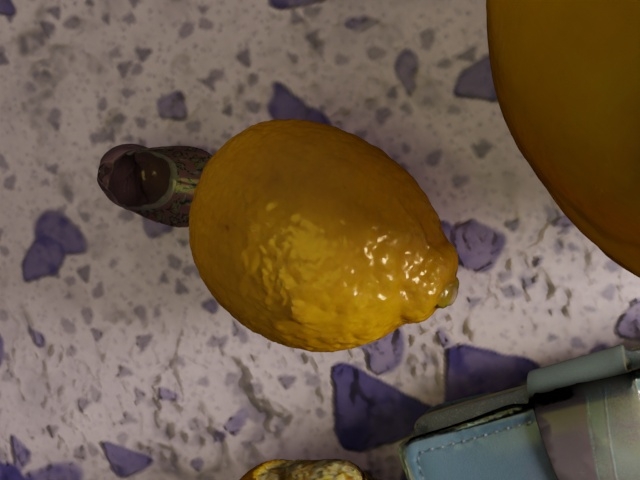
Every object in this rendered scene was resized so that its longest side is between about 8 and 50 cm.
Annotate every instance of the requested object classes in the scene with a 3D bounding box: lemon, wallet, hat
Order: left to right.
[{"bbox_3d":[-0.114,-0.043,0.865,0.087,0.042,0.058,1,107,-16],"label":"hat"},{"bbox_3d":[0.000,0.000,0.776,0.187,0.142,0.142,25,107,18],"label":"lemon"},{"bbox_3d":[0.190,0.157,0.776,0.250,0.075,0.176,-19,97,20],"label":"wallet"}]

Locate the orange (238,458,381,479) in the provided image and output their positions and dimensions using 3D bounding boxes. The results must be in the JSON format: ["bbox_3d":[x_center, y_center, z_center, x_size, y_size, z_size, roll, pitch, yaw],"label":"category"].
[{"bbox_3d":[-0.002,0.221,0.825,0.156,0.134,0.157,7,115,15],"label":"orange"}]

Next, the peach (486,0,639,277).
[{"bbox_3d":[0.226,-0.130,0.614,0.289,0.289,0.308,-21,54,21],"label":"peach"}]
